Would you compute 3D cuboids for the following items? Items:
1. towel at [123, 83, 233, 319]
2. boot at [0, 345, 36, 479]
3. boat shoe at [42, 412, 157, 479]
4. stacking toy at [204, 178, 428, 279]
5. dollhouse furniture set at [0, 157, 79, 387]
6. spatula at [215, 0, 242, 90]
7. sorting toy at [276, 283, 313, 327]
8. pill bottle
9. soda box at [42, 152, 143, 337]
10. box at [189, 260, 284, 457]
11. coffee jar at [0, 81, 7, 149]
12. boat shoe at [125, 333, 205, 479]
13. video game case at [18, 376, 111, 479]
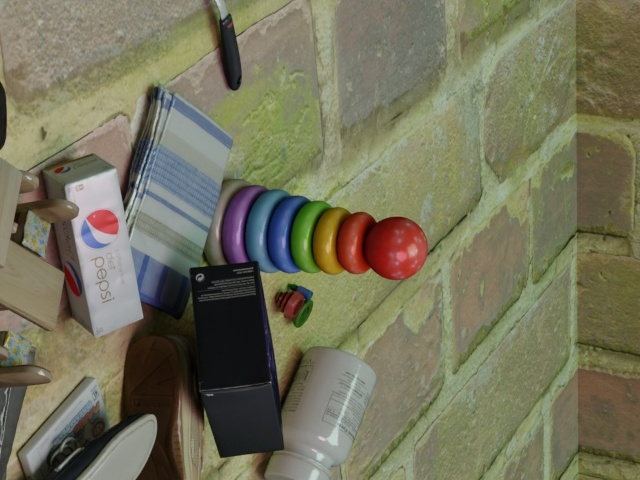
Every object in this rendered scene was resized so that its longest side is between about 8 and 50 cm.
[{"bbox_3d":[-0.208,-0.050,2.028,0.209,0.034,0.285,33,69,-61],"label":"towel"},{"bbox_3d":[-0.399,0.215,1.697,0.189,0.076,0.208,16,90,-75],"label":"boot"},{"bbox_3d":[-0.300,0.301,1.866,0.254,0.079,0.095,-51,143,-40],"label":"boat shoe"},{"bbox_3d":[0.000,0.000,2.118,0.141,0.330,0.141,-29,124,-57],"label":"stacking toy"},{"bbox_3d":[-0.343,0.020,1.601,0.242,0.161,0.212,39,50,-52],"label":"dollhouse furniture set"},{"bbox_3d":[-0.146,-0.332,2.065,0.084,0.030,0.296,-54,143,-40],"label":"spatula"},{"bbox_3d":[-0.044,0.100,2.391,0.061,0.042,0.102,-59,161,-9],"label":"sorting toy"},{"bbox_3d":[-0.004,0.301,2.420,0.229,0.131,0.131,-67,150,-24],"label":"pill bottle"},{"bbox_3d":[-0.282,0.006,1.839,0.074,0.069,0.216,-22,122,-27],"label":"soda box"},{"bbox_3d":[-0.114,0.170,2.054,0.261,0.103,0.184,85,0,-63],"label":"box"},{"bbox_3d":[-0.411,-0.126,1.563,0.184,0.079,0.096,-21,116,-60],"label":"coffee jar"},{"bbox_3d":[-0.206,0.300,2.040,0.110,0.121,0.341,1,95,-64],"label":"boat shoe"},{"bbox_3d":[-0.323,0.279,1.920,0.157,0.019,0.143,-51,141,-45],"label":"video game case"}]
